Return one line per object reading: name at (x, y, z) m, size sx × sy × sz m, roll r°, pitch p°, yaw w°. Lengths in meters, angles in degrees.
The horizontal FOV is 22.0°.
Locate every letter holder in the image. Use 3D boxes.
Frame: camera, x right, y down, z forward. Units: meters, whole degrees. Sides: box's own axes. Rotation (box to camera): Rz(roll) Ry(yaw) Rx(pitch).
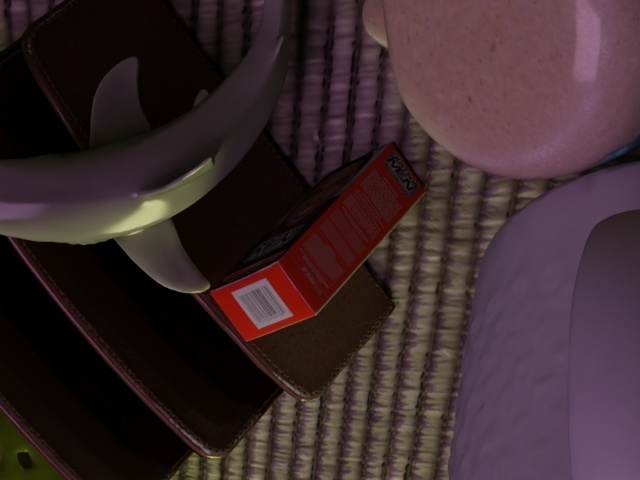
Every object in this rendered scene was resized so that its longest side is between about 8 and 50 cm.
letter holder at (-0.135, 0.008, 1.093) m, size 0.152 × 0.214 × 0.302 m, roll -27°, pitch 104°, yaw 46°

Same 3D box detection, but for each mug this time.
mug at (0.179, 0.141, 0.793) m, size 0.276 × 0.328 × 0.374 m, roll -2°, pitch 144°, yaw 21°

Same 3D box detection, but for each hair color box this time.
hair color box at (0.000, 0.000, 1.041) m, size 0.072 × 0.141 × 0.043 m, roll -24°, pitch 106°, yaw 45°

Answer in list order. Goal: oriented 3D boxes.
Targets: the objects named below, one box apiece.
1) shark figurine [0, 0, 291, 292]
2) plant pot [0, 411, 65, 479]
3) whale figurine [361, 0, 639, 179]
shark figurine at (-0.071, -0.075, 0.975) m, size 0.166 × 0.278 × 0.116 m, roll 43°, pitch 174°, yaw -12°
plant pot at (-0.263, 0.189, 1.312) m, size 0.207 × 0.227 × 0.228 m, roll 24°, pitch 141°, yaw -20°
whale figurine at (0.106, -0.167, 0.863) m, size 0.216 × 0.141 × 0.272 m, roll -40°, pitch 71°, yaw 48°
